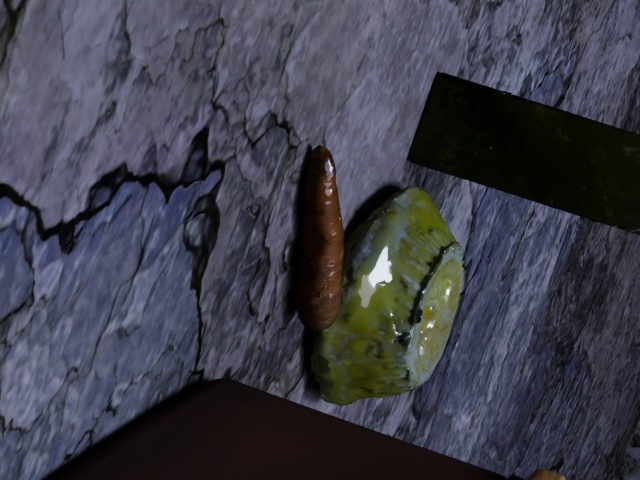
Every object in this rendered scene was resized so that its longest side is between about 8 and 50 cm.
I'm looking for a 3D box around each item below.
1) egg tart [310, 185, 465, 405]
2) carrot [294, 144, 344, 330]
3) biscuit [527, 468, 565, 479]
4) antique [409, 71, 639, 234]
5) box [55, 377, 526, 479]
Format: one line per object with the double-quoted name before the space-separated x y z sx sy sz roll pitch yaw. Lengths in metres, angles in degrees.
"egg tart" 0.062 0.047 1.541 0.197 0.078 0.197 18 90 -74
"carrot" 0.001 -0.001 1.373 0.035 0.036 0.165 -51 153 -46
"biscuit" 0.122 0.256 1.266 0.144 0.040 0.236 -52 159 -58
"antique" 0.193 -0.065 1.565 0.080 0.221 0.081 0 109 -73
"box" -0.047 0.251 1.180 0.339 0.229 0.239 -30 138 -65
